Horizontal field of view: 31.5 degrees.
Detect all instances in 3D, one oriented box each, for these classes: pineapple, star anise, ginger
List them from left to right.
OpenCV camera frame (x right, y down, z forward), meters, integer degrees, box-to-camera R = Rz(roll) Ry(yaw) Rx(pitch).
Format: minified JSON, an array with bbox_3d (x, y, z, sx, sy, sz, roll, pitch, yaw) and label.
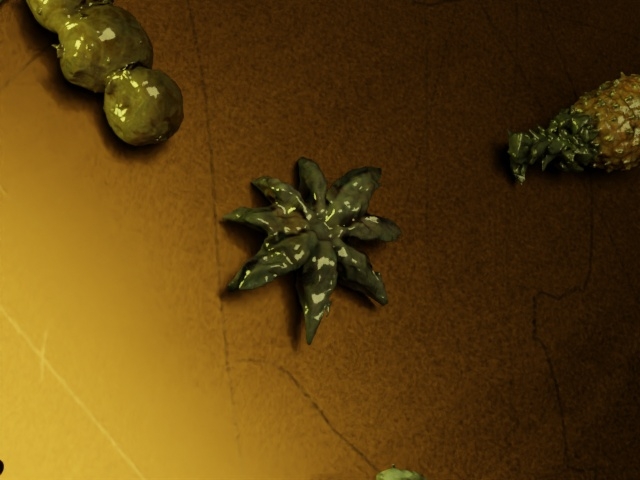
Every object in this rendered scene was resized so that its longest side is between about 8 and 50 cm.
[{"bbox_3d":[-0.197,-0.180,1.053,0.104,0.080,0.204,-23,81,-48],"label":"ginger"},{"bbox_3d":[0.000,0.000,1.089,0.205,0.061,0.180,-18,81,-27],"label":"star anise"},{"bbox_3d":[0.289,-0.117,1.234,0.198,0.108,0.108,-14,79,-15],"label":"pineapple"}]

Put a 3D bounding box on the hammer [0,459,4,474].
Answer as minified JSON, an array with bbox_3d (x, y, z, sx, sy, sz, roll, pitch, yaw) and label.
[{"bbox_3d":[-0.277,0.265,0.912,0.065,0.021,0.178,-6,79,-24],"label":"hammer"}]

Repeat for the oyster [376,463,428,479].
[{"bbox_3d":[0.189,0.303,1.012,0.351,0.162,0.158,29,44,-14],"label":"oyster"}]
